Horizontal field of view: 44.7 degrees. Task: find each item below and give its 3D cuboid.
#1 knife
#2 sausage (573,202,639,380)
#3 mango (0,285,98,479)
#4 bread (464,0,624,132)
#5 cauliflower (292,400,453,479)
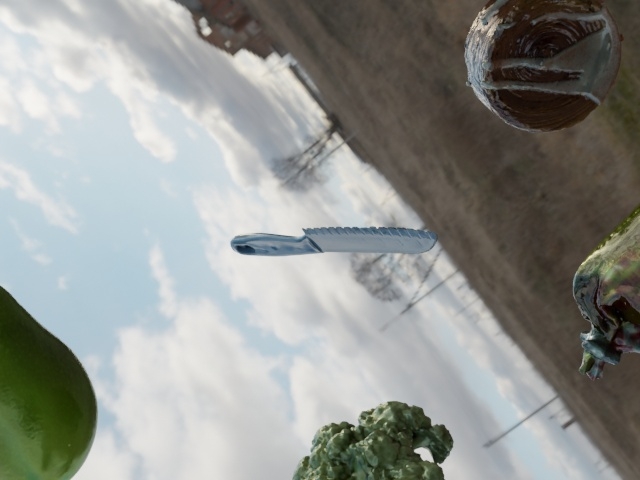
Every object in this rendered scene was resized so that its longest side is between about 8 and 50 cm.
[{"bbox_3d":[0.000,0.000,0.792,0.313,0.019,0.044,-1,141,47],"label":"knife"},{"bbox_3d":[0.302,-0.015,0.572,0.125,0.317,0.117,34,-163,-29],"label":"sausage"},{"bbox_3d":[-0.426,0.203,1.080,0.156,0.192,0.343,28,138,50],"label":"mango"},{"bbox_3d":[0.234,-0.194,0.821,0.160,0.160,0.073,48,-172,-28],"label":"bread"},{"bbox_3d":[0.092,0.359,1.112,0.327,0.281,0.260,-6,84,61],"label":"cauliflower"}]
